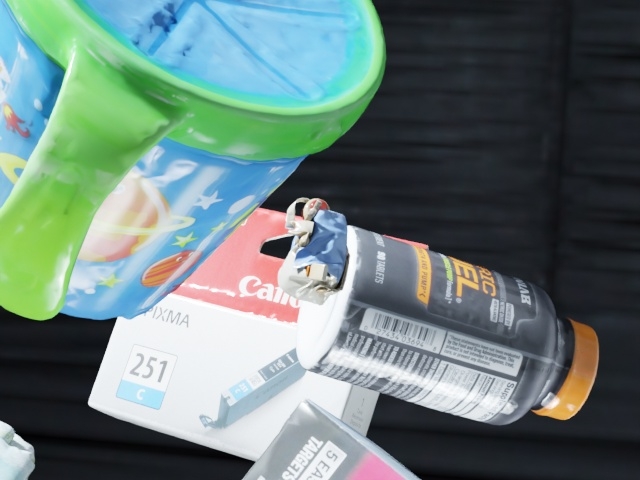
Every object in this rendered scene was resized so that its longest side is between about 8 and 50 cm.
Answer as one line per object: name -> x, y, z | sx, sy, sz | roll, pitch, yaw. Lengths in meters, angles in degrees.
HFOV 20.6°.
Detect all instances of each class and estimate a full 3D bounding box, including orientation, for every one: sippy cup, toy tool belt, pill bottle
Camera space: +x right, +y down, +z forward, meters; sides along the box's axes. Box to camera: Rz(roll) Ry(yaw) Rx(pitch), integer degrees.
sippy cup -> -0.114, -0.079, 1.040 | 0.305, 0.240, 0.224 | -12, -32, -44
toy tool belt -> 0.000, 0.000, 1.235 | 0.051, 0.052, 0.083 | 126, 155, -58
pill bottle -> 0.113, 0.082, 1.507 | 0.130, 0.246, 0.130 | -163, 90, -75

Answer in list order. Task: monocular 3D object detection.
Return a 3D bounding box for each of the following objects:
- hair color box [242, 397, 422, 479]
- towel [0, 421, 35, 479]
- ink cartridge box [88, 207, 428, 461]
hair color box -> 0.086, 0.262, 0.834 | 0.185, 0.374, 0.113 | -52, -28, -3
towel -> -0.424, 0.169, 1.266 | 0.374, 0.320, 0.090 | -39, -17, -53
ink cartridge box -> -0.067, 0.088, 1.796 | 0.066, 0.296, 0.261 | 36, -110, -58
